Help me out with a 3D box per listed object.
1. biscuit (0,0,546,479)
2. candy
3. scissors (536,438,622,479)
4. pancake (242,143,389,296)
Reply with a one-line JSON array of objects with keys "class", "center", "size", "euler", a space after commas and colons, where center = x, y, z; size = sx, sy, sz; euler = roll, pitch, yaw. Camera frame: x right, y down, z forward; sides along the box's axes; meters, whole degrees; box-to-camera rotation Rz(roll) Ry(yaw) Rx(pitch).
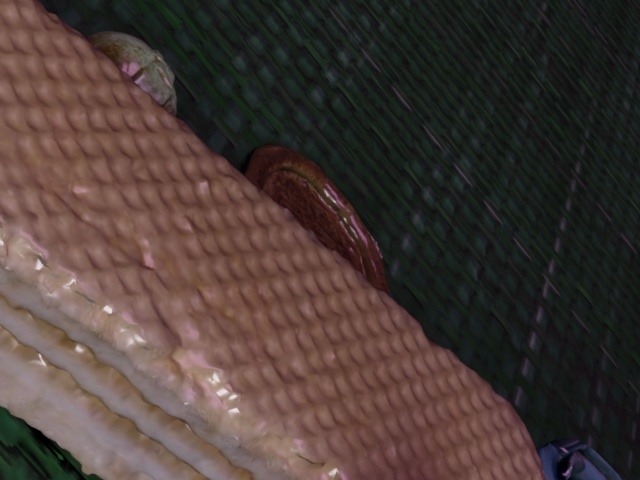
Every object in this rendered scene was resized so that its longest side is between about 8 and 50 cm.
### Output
[{"class": "biscuit", "center": [-0.063, 0.029, 0.623], "size": [0.426, 0.078, 0.144], "euler": [41, 33, -26]}, {"class": "candy", "center": [-0.051, -0.007, 0.724], "size": [0.202, 0.061, 0.061], "euler": [55, 27, -21]}, {"class": "scissors", "center": [0.193, 0.279, 0.815], "size": [0.393, 0.032, 0.180], "euler": [58, 35, 1]}, {"class": "pancake", "center": [-0.001, 0.001, 0.821], "size": [0.115, 0.011, 0.115], "euler": [40, 33, -32]}]
